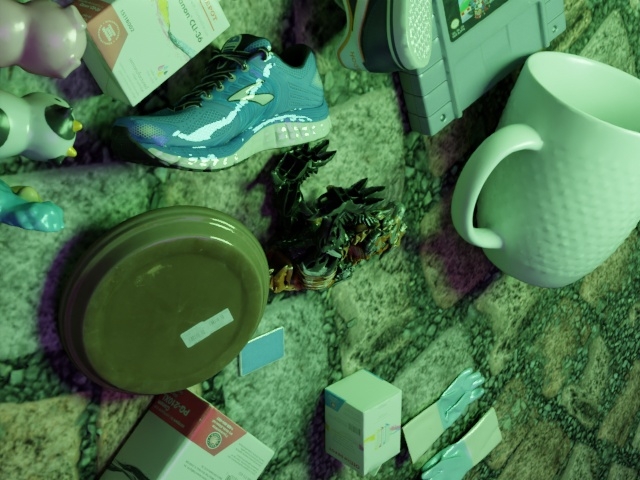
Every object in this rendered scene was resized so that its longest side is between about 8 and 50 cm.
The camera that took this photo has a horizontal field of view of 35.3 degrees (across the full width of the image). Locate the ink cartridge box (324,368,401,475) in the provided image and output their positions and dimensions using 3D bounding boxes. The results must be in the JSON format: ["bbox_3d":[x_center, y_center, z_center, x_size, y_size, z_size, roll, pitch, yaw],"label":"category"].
[{"bbox_3d":[0.069,0.301,1.635,0.089,0.092,0.143,-23,124,-37],"label":"ink cartridge box"}]

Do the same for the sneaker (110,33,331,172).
[{"bbox_3d":[-0.122,-0.173,1.224,0.330,0.129,0.147,-25,117,-45],"label":"sneaker"}]

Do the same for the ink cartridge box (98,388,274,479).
[{"bbox_3d":[-0.200,0.338,1.374,0.237,0.100,0.172,-55,137,-12],"label":"ink cartridge box"}]

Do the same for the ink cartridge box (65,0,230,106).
[{"bbox_3d":[-0.184,-0.262,1.144,0.198,0.067,0.115,-46,134,-21],"label":"ink cartridge box"}]

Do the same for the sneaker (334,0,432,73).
[{"bbox_3d":[0.083,-0.373,1.336,0.126,0.127,0.321,36,57,-53],"label":"sneaker"}]

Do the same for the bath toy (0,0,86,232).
[{"bbox_3d":[-0.298,-0.188,1.016,0.151,0.129,0.348,-19,123,-62],"label":"bath toy"}]

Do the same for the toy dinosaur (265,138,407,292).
[{"bbox_3d":[0.000,0.000,1.398,0.322,0.164,0.218,-42,150,-45],"label":"toy dinosaur"}]

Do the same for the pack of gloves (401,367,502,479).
[{"bbox_3d":[0.236,0.358,1.880,0.232,0.046,0.195,-35,118,-33],"label":"pack of gloves"}]

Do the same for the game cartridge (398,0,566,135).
[{"bbox_3d":[0.252,-0.347,1.553,0.355,0.068,0.230,-39,136,-26],"label":"game cartridge"}]

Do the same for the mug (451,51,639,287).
[{"bbox_3d":[0.362,-0.095,1.618,0.374,0.276,0.328,-7,130,-37],"label":"mug"}]

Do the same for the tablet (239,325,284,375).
[{"bbox_3d":[-0.086,0.163,1.480,0.083,0.006,0.054,-21,122,-37],"label":"tablet"}]

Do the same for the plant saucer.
[{"bbox_3d":[-0.186,0.086,1.258,0.277,0.041,0.278,-14,125,-22],"label":"plant saucer"}]
